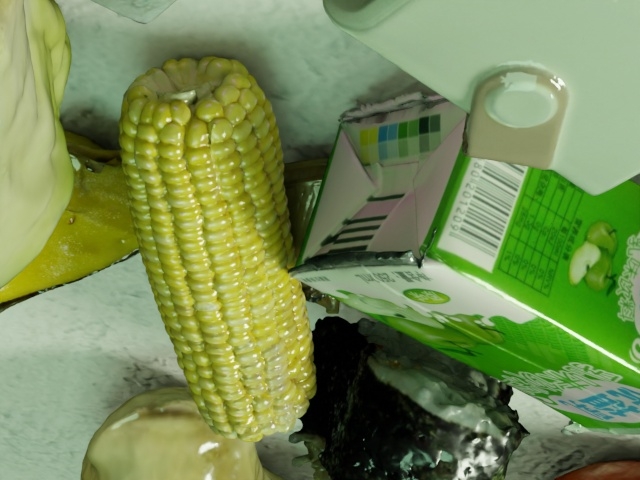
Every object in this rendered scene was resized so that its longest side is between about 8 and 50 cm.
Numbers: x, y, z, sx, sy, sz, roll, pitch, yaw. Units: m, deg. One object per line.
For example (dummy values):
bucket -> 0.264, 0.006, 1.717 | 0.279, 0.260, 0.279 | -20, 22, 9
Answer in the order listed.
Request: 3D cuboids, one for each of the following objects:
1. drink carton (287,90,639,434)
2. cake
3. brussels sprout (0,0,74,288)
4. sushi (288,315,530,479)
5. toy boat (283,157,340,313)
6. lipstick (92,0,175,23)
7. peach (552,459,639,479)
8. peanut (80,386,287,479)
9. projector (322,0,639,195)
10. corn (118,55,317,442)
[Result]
drink carton -> 0.126, 0.023, 1.047 | 0.271, 0.108, 0.161 | 29, 163, -26
cake -> -0.157, -0.013, 1.150 | 0.116, 0.079, 0.185 | 9, 140, -24
brussels sprout -> -0.249, -0.082, 0.902 | 0.316, 0.242, 0.273 | 2, 128, 36
sushi -> 0.047, 0.124, 1.166 | 0.147, 0.115, 0.212 | 25, -172, -10
toy boat -> 0.000, 0.000, 1.132 | 0.049, 0.047, 0.149 | 5, 145, 5
lipstick -> -0.034, -0.194, 0.813 | 0.079, 0.077, 0.253 | 27, 144, -26
peach -> 0.214, 0.332, 1.319 | 0.281, 0.338, 0.281 | 19, 148, 12
peanut -> -0.093, 0.239, 1.427 | 0.174, 0.158, 0.340 | 10, 151, 41
projector -> 0.126, -0.141, 0.779 | 0.177, 0.163, 0.242 | 30, 140, -27
corn -> -0.060, 0.006, 1.066 | 0.093, 0.093, 0.244 | 1, 125, 13
